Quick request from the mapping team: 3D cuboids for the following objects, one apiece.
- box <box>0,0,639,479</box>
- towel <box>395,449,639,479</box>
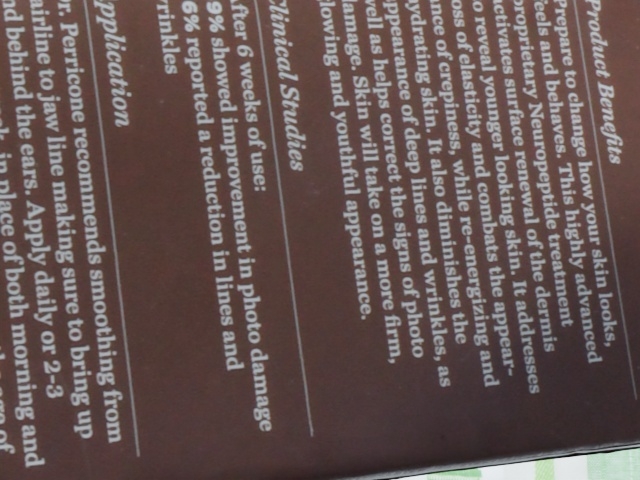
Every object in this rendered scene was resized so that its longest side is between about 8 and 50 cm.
[{"bbox_3d":[0.000,0.000,0.743,0.381,0.191,0.143,-3,-9,-29],"label":"box"},{"bbox_3d":[0.055,0.208,1.210,0.325,0.248,0.038,-3,7,-12],"label":"towel"}]
